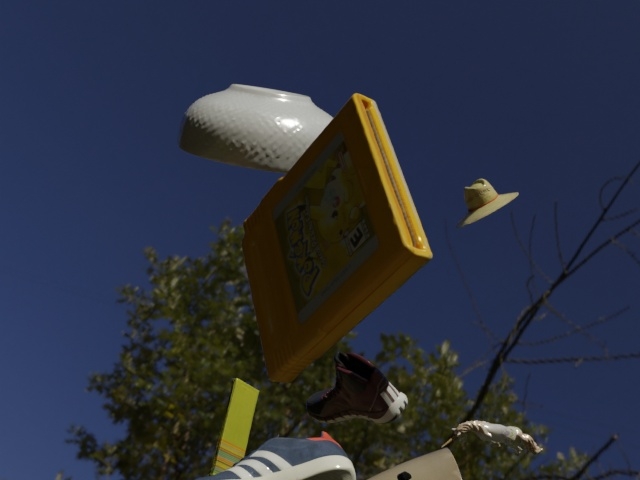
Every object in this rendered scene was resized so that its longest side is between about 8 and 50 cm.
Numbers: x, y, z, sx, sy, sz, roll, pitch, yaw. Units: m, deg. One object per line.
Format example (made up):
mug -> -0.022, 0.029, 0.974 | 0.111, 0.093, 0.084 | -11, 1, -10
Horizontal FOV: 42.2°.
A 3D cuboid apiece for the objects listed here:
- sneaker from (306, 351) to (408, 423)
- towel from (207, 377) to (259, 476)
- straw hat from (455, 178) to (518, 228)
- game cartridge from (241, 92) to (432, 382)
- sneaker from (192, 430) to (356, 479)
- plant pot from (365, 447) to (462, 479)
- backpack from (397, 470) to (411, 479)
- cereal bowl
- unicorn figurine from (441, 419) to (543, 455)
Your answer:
sneaker -> 0.049, 0.307, 1.798 | 0.281, 0.106, 0.163 | -13, -63, 44
towel -> -0.203, 0.453, 1.956 | 0.021, 0.237, 0.102 | -4, -30, 31
straw hat -> 0.303, -0.083, 1.574 | 0.144, 0.144, 0.061 | -29, -87, 40
game cartridge -> 0.000, 0.000, 1.166 | 0.052, 0.285, 0.323 | 16, -46, -36
sneaker -> -0.119, 0.430, 1.488 | 0.350, 0.148, 0.131 | -8, -63, -13
plant pot -> 0.166, 0.599, 1.784 | 0.273, 0.256, 0.257 | -9, -55, -3
backpack -> 0.115, 0.611, 1.522 | 0.213, 0.263, 0.277 | -4, -73, -14
cereal bowl -> -0.109, -0.230, 1.655 | 0.338, 0.339, 0.141 | 14, -78, 18
unicorn figurine -> 0.319, 0.361, 1.533 | 0.161, 0.060, 0.111 | -12, -31, 27
